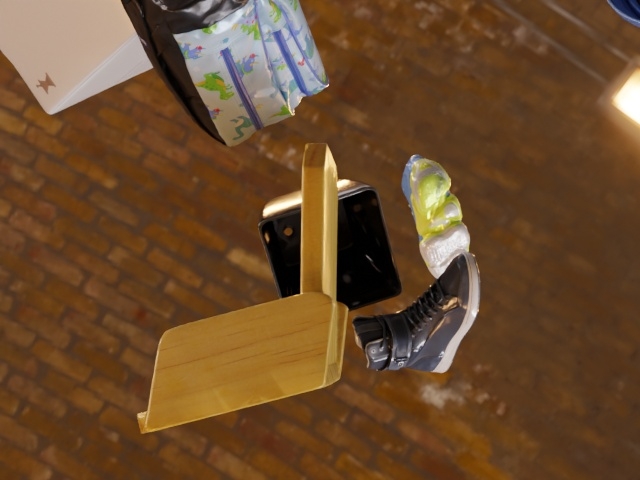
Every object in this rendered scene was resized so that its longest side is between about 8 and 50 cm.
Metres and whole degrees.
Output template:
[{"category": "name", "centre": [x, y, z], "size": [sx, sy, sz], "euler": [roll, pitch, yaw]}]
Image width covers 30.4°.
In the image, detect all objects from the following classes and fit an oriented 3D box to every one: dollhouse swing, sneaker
[{"category": "dollhouse swing", "centre": [-0.100, 0.066, 1.571], "size": [0.315, 0.347, 0.305], "euler": [-15, -95, 3]}, {"category": "sneaker", "centre": [0.139, 0.111, 1.763], "size": [0.163, 0.226, 0.086], "euler": [4, -144, -19]}, {"category": "sneaker", "centre": [0.204, -0.051, 2.112], "size": [0.091, 0.240, 0.126], "euler": [-15, -148, -5]}]

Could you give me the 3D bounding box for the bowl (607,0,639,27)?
[{"category": "bowl", "centre": [0.596, -0.472, 1.749], "size": [0.077, 0.391, 0.391], "euler": [30, -150, -41]}]

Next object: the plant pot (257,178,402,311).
[{"category": "plant pot", "centre": [0.000, 0.000, 1.851], "size": [0.187, 0.188, 0.167], "euler": [-18, -156, -6]}]

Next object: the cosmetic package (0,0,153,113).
[{"category": "cosmetic package", "centre": [-0.391, -0.496, 2.197], "size": [0.329, 0.327, 0.394], "euler": [56, -141, -4]}]

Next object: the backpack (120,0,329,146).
[{"category": "backpack", "centre": [-0.133, -0.286, 1.563], "size": [0.273, 0.355, 0.290], "euler": [-23, -129, -15]}]
